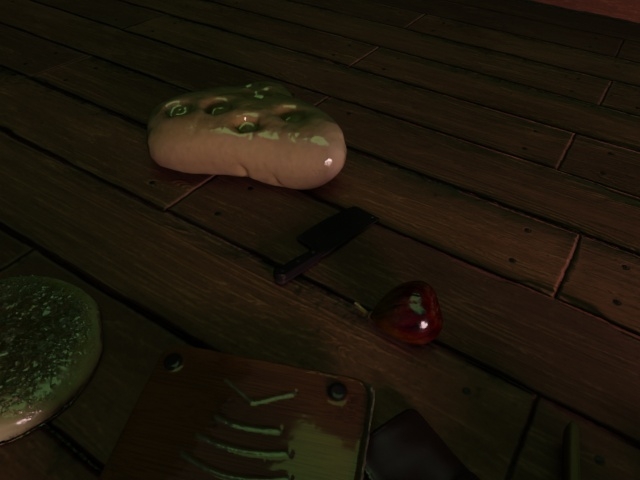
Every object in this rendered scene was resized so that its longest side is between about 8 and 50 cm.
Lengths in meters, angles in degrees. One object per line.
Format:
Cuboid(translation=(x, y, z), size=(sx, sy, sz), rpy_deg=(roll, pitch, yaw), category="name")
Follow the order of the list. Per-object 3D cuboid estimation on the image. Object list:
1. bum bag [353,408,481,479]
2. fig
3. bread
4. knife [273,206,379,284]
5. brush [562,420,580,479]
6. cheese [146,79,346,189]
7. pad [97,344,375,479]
Cuboid(translation=(0.117, 0.268, 0.566), size=(0.109, 0.026, 0.159), rpy_deg=(-24, 48, -26), category="bum bag")
Cuboid(translation=(0.106, 0.106, 0.721), size=(0.125, 0.089, 0.089), rpy_deg=(-10, 36, 25), category="fig")
Cuboid(translation=(-0.421, 0.142, 0.666), size=(0.266, 0.041, 0.267), rpy_deg=(2, 42, -2), category="bread")
Cuboid(translation=(0.000, 0.000, 0.871), size=(0.072, 0.019, 0.245), rpy_deg=(30, 45, 32), category="knife")
Cuboid(translation=(0.239, 0.313, 0.505), size=(0.048, 0.054, 0.282), rpy_deg=(1, 37, 27), category="brush")
Cuboid(translation=(-0.156, -0.193, 0.991), size=(0.328, 0.130, 0.351), rpy_deg=(-19, 44, -26), category="cheese")
Cuboid(translation=(-0.097, 0.256, 0.562), size=(0.286, 0.018, 0.284), rpy_deg=(8, 46, 10), category="pad")
